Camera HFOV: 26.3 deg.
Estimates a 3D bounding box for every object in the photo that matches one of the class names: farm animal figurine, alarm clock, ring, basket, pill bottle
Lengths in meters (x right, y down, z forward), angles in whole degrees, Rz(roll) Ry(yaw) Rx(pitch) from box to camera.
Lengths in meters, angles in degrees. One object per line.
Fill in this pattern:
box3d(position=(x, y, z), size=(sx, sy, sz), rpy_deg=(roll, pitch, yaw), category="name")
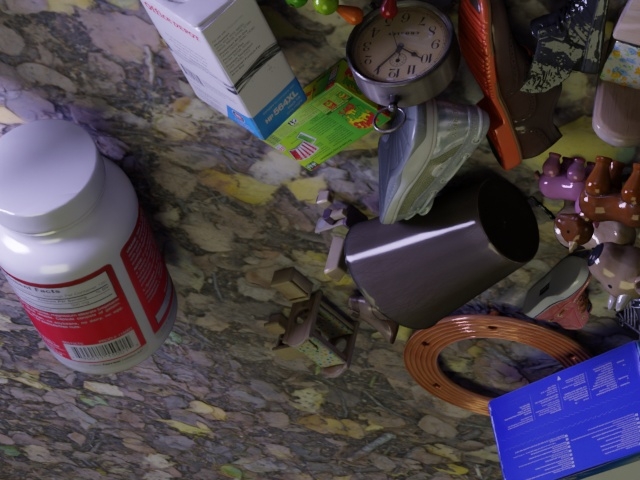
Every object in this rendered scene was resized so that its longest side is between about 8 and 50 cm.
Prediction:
box3d(position=(0.409, 0.009, 1.670), size=(0.327, 0.172, 0.330), rpy_deg=(14, -177, 8), category="farm animal figurine")
box3d(position=(0.094, -0.201, 1.599), size=(0.129, 0.192, 0.064), rpy_deg=(2, 146, 20), category="alarm clock")
box3d(position=(0.305, 0.209, 2.285), size=(0.337, 0.032, 0.336), rpy_deg=(11, 148, 7), category="ring")
box3d(position=(0.182, 0.011, 1.931), size=(0.204, 0.154, 0.227), rpy_deg=(35, 139, -25), category="basket")
box3d(position=(-0.367, 0.012, 2.068), size=(0.229, 0.229, 0.407), rpy_deg=(6, 146, 13), category="pill bottle")

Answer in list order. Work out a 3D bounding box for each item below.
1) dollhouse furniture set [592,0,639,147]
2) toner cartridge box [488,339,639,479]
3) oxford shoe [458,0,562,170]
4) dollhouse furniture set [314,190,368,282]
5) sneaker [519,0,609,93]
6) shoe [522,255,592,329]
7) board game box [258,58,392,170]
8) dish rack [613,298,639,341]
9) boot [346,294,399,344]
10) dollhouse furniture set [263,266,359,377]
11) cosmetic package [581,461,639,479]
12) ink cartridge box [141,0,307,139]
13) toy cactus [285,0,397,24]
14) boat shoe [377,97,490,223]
box3d(position=(0.508, -0.176, 1.414), size=(0.394, 0.256, 0.362), rpy_deg=(15, 147, 0), category="dollhouse furniture set")
box3d(position=(0.418, 0.286, 2.166), size=(0.075, 0.165, 0.348), rpy_deg=(2, 158, -36), category="toner cartridge box")
box3d(position=(0.233, -0.209, 1.654), size=(0.098, 0.097, 0.271), rpy_deg=(-22, 136, -1), category="oxford shoe")
box3d(position=(0.000, 0.000, 2.015), size=(0.081, 0.114, 0.091), rpy_deg=(-15, 139, 44), category="dollhouse furniture set")
box3d(position=(0.279, -0.244, 1.550), size=(0.089, 0.051, 0.170), rpy_deg=(8, 124, 11), category="sneaker")
box3d(position=(0.376, 0.080, 2.037), size=(0.081, 0.063, 0.178), rpy_deg=(20, 152, -11), category="shoe")
box3d(position=(0.008, -0.165, 1.825), size=(0.092, 0.043, 0.181), rpy_deg=(30, 144, -24), category="board game box")
box3d(position=(0.511, 0.082, 1.872), size=(0.208, 0.074, 0.271), rpy_deg=(-8, -176, 2), category="dish rack")
box3d(position=(0.085, 0.125, 2.242), size=(0.087, 0.042, 0.118), rpy_deg=(16, 147, 10), category="boot")
box3d(position=(-0.060, 0.149, 2.270), size=(0.161, 0.101, 0.182), rpy_deg=(-16, 137, 38), category="dollhouse furniture set")
box3d(position=(0.587, 0.324, 2.232), size=(0.217, 0.156, 0.385), rpy_deg=(23, 146, -16), category="cosmetic package")
box3d(position=(-0.120, -0.239, 1.667), size=(0.148, 0.086, 0.203), rpy_deg=(37, 164, 38), category="ink cartridge box")
box3d(position=(0.004, -0.342, 1.532), size=(0.219, 0.112, 0.180), rpy_deg=(20, 128, -4), category="toy cactus")
box3d(position=(0.134, -0.100, 1.777), size=(0.103, 0.118, 0.320), rpy_deg=(2, 160, -7), category="boat shoe")
